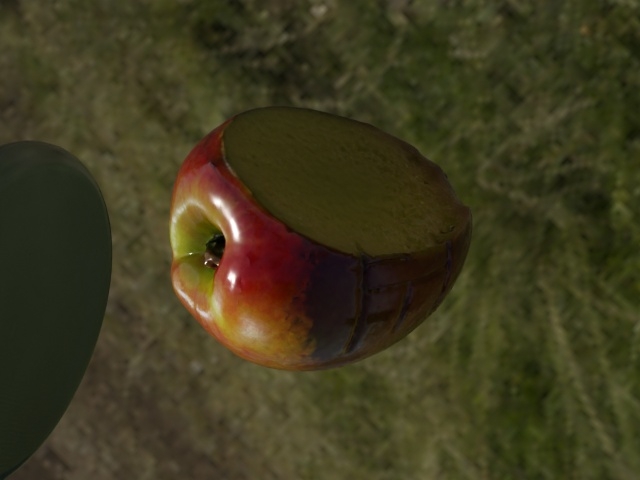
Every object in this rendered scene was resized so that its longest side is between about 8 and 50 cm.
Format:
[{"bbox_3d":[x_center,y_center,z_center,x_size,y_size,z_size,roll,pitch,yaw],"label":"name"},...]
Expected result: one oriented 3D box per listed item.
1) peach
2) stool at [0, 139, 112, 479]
[{"bbox_3d":[0.000,0.000,1.726,0.245,0.275,0.248,131,131,-61],"label":"peach"},{"bbox_3d":[-0.243,0.018,0.996,0.199,0.195,0.195,18,104,21],"label":"stool"}]
